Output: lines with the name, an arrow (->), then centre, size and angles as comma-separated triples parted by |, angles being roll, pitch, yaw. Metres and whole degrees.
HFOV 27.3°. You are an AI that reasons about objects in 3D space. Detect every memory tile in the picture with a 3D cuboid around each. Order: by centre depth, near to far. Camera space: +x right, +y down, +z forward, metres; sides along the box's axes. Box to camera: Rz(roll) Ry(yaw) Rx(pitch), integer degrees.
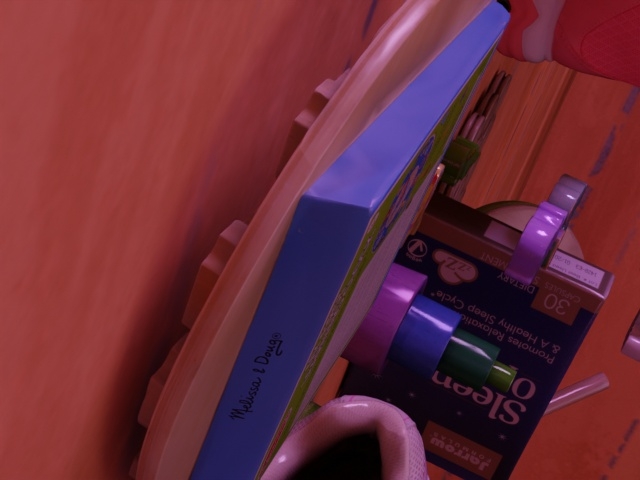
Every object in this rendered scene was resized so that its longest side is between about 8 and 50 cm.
memory tile -> 0.106, -0.052, 1.001 | 0.113, 0.012, 0.148 | -54, 166, -51

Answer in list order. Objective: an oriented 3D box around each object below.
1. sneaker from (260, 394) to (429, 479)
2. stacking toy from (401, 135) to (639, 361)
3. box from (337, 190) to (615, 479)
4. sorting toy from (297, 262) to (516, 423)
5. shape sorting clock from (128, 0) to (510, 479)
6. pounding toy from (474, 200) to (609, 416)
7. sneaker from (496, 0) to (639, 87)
sneaker -> -0.027, 0.166, 0.595 | 0.111, 0.103, 0.252 | 88, 26, -52
stacking toy -> 0.139, -0.013, 0.801 | 0.052, 0.167, 0.221 | -67, 170, 20
box -> 0.095, 0.084, 0.910 | 0.036, 0.136, 0.225 | -55, 167, -50
sorting toy -> 0.006, 0.195, 0.744 | 0.366, 0.126, 0.127 | -62, 171, -7
shape sorting clock -> 0.000, 0.000, 0.432 | 0.206, 0.040, 0.206 | -60, 173, -12
pounding toy -> 0.142, 0.066, 1.187 | 0.183, 0.110, 0.237 | -30, 119, -19
sneaker -> 0.198, -0.204, 0.707 | 0.116, 0.136, 0.314 | -59, 170, -36
